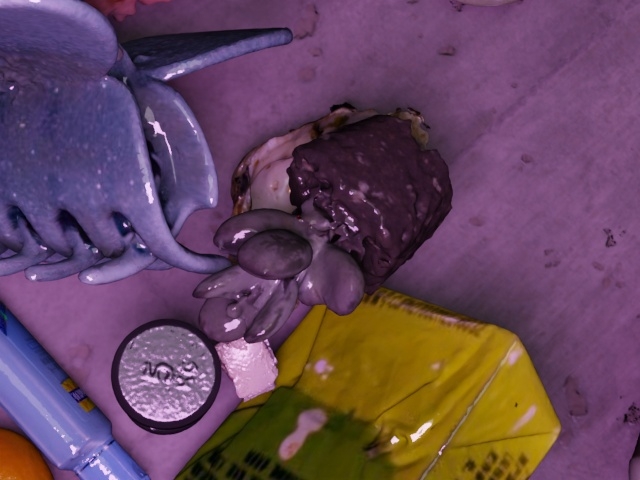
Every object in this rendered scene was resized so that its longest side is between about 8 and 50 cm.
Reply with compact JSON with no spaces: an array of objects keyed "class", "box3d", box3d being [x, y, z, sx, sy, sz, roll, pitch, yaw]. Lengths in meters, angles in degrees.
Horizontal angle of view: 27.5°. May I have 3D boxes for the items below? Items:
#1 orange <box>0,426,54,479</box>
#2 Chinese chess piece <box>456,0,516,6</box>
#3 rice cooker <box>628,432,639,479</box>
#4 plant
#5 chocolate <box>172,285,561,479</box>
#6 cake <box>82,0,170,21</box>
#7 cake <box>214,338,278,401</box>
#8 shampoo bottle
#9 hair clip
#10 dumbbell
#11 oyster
[{"class":"orange","box3d":[-0.330,0.251,1.244,0.154,0.134,0.155,0,89,-29]},{"class":"Chinese chess piece","box3d":[0.182,-0.350,1.438,0.188,0.083,0.189,1,78,-4]},{"class":"rice cooker","box3d":[0.482,0.154,1.258,0.335,0.335,0.325,21,80,-3]},{"class":"plant","box3d":[0.000,0.001,1.202,0.149,0.146,0.274,36,49,19]},{"class":"chocolate","box3d":[0.042,0.199,1.215,0.137,0.301,0.289,45,76,-30]},{"class":"cake","box3d":[-0.254,-0.369,1.260,0.306,0.314,0.293,-18,81,-7]},{"class":"cake","box3d":[-0.081,0.105,1.297,0.052,0.121,0.065,-30,110,-7]},{"class":"shampoo bottle","box3d":[-0.268,0.158,1.277,0.061,0.104,0.258,-43,88,6]},{"class":"hair clip","box3d":[-0.245,-0.088,1.211,0.318,0.392,0.239,2,95,28]},{"class":"dumbbell","box3d":[-0.147,0.134,1.250,0.100,0.191,0.100,1,79,-6]},{"class":"oyster","box3d":[0.005,-0.037,1.360,0.294,0.094,0.166,-28,81,-29]}]
